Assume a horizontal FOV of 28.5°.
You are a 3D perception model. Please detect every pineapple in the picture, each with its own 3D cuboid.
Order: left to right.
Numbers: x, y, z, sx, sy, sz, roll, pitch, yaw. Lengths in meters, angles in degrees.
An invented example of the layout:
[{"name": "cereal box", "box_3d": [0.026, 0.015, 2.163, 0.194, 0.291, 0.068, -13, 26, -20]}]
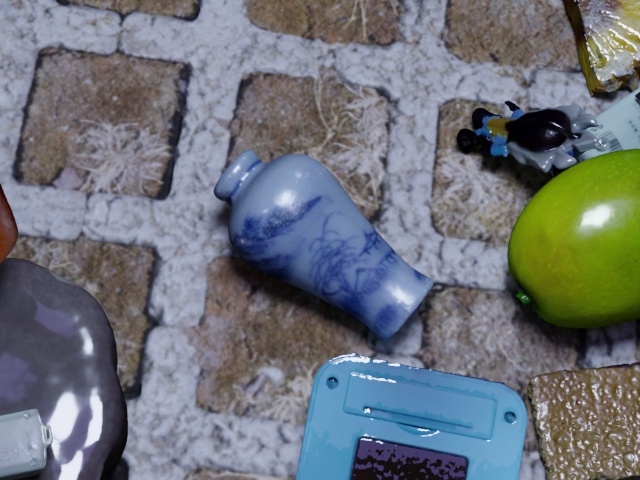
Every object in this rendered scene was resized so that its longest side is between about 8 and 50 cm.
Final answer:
[{"name": "pineapple", "box_3d": [0.381, -0.295, 1.598, 0.135, 0.079, 0.233, -12, 74, -2]}]

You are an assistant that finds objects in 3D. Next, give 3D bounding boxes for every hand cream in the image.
[{"name": "hand cream", "box_3d": [0.415, -0.146, 1.545, 0.320, 0.067, 0.109, -29, 80, -20]}]

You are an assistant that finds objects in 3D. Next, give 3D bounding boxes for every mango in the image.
[{"name": "mango", "box_3d": [0.374, -0.014, 1.416, 0.343, 0.192, 0.156, -16, 28, -14]}]

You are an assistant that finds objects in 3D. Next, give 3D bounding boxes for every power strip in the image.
[{"name": "power strip", "box_3d": [-0.373, 0.207, 1.161, 0.252, 0.027, 0.060, -10, 68, -11]}]

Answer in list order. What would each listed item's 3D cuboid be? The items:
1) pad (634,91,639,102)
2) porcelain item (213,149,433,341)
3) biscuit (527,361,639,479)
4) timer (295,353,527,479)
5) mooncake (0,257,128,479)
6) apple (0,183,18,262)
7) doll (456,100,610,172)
[{"name": "pad", "box_3d": [0.486, -0.170, 1.560, 0.190, 0.004, 0.127, -33, 83, -28]}, {"name": "porcelain item", "box_3d": [0.000, 0.000, 1.401, 0.259, 0.141, 0.141, 37, 68, 2]}, {"name": "biscuit", "box_3d": [0.353, 0.200, 1.403, 0.237, 0.026, 0.131, -5, 69, -9]}, {"name": "timer", "box_3d": [0.087, 0.260, 1.339, 0.232, 0.091, 0.250, 12, 77, -1]}, {"name": "mooncake", "box_3d": [-0.332, 0.176, 1.276, 0.306, 0.154, 0.306, 2, 67, -4]}, {"name": "apple", "box_3d": [-0.483, 0.007, 1.257, 0.365, 0.329, 0.295, -29, 80, -1]}, {"name": "doll", "box_3d": [0.250, -0.121, 1.465, 0.195, 0.070, 0.096, 12, 62, 44]}]
